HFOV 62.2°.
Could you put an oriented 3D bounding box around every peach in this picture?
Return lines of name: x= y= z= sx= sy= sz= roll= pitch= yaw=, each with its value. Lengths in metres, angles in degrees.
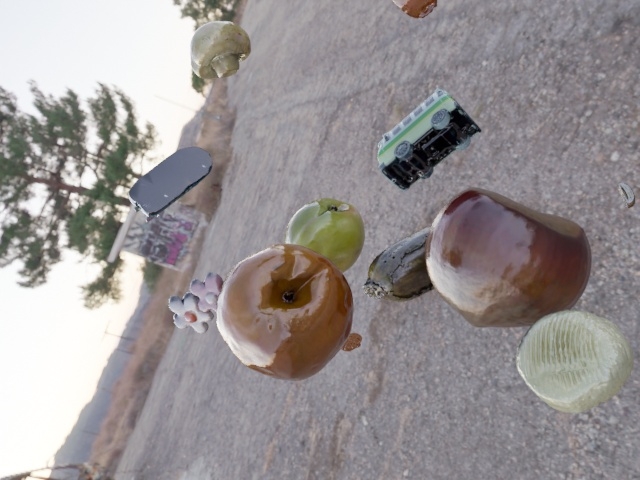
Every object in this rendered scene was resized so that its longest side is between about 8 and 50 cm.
peach: x=0.007 y=-0.005 z=1.989 sx=0.281 sy=0.314 sz=0.315 roll=54 pitch=142 yaw=35
peach: x=-0.091 y=0.180 z=1.333 sx=0.301 sy=0.343 sz=0.342 roll=106 pitch=177 yaw=-65

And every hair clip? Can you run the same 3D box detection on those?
hair clip: x=-0.336 y=0.182 z=1.518 sx=0.257 sy=0.146 sz=0.075 roll=-32 pitch=9 yaw=40

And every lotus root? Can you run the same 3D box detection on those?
lotus root: x=0.321 y=0.078 z=1.774 sx=0.398 sy=0.195 sz=0.179 roll=-30 pitch=13 yaw=-8
lotus root: x=0.894 y=-0.129 z=1.541 sx=0.030 sy=0.037 sz=0.083 roll=-16 pitch=53 yaw=23

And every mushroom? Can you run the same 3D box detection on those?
mushroom: x=-0.222 y=-0.417 z=1.167 sx=0.112 sy=0.148 sz=0.148 roll=66 pitch=165 yaw=-5

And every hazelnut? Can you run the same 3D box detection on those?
hazelnut: x=0.479 y=0.048 z=1.392 sx=0.359 sy=0.409 sz=0.359 roll=-51 pitch=-18 yaw=-23

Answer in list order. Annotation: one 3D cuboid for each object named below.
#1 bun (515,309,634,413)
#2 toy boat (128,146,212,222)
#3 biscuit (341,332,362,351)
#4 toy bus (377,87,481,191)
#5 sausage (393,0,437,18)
bun: x=0.528 y=0.250 z=1.099 sx=0.220 sy=0.134 sz=0.220 roll=-27 pitch=38 yaw=24
toy boat: x=-0.484 y=-0.189 z=1.753 sx=0.299 sy=0.134 sz=0.092 roll=-43 pitch=-14 yaw=-26
biscuit: x=0.115 y=0.376 z=1.948 sx=0.091 sy=0.078 sz=0.015 roll=-54 pitch=25 yaw=25
toy bus: x=0.290 y=-0.288 z=1.501 sx=0.276 sy=0.134 sz=0.164 roll=-38 pitch=39 yaw=23
sausage: x=0.143 y=-0.674 z=1.272 sx=0.097 sy=0.348 sz=0.094 roll=-40 pitch=21 yaw=44
